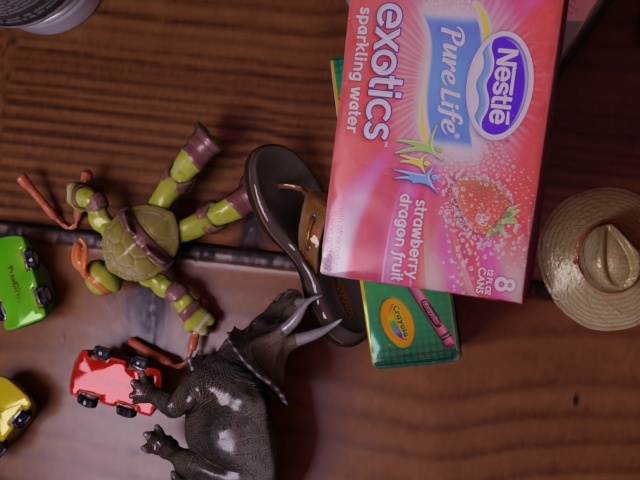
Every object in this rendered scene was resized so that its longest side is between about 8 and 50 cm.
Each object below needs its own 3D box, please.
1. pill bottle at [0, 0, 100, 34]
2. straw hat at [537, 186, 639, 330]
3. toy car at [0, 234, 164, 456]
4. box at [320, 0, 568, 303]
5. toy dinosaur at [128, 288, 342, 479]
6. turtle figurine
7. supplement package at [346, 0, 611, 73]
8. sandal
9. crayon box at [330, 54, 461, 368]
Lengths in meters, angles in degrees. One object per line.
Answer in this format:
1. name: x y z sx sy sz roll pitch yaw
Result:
1. pill bottle: -0.320 -0.297 0.890 0.161 0.283 0.161 0 87 8
2. straw hat: 0.282 0.016 0.900 0.145 0.061 0.144 0 87 9
3. toy car: -0.294 0.103 0.981 0.239 0.053 0.224 -19 84 6
4. box: 0.102 -0.116 0.699 0.154 0.142 0.299 9 98 12
5. toy dinosaur: -0.093 0.196 0.895 0.160 0.121 0.313 8 93 42
6. turtle figurine: -0.177 -0.020 0.954 0.217 0.087 0.269 -42 82 4
7. supplement package: 0.180 -0.268 0.861 0.199 0.198 0.262 36 93 8
8. sandal: 0.000 0.000 0.921 0.060 0.090 0.219 -28 84 46
9. crayon box: 0.075 -0.026 0.880 0.081 0.165 0.278 -8 86 8
